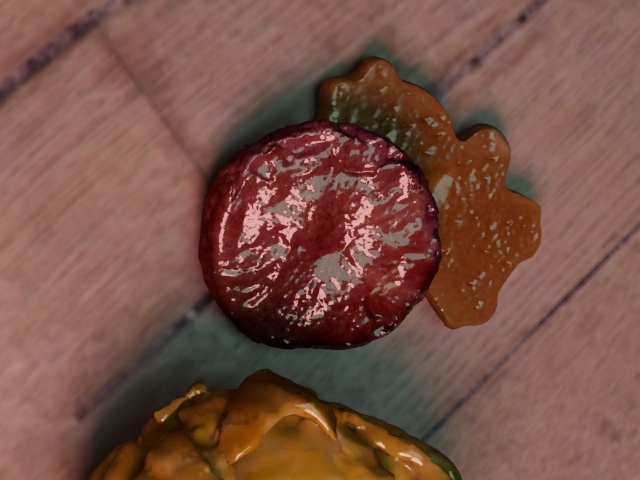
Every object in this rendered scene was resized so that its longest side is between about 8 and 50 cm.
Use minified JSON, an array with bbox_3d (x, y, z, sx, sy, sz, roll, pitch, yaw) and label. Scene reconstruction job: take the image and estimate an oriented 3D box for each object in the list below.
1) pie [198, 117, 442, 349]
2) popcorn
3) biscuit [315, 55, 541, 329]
[{"bbox_3d":[0.000,0.000,1.051,0.154,0.036,0.154,-4,107,-12],"label":"pie"},{"bbox_3d":[-0.027,0.194,0.989,0.250,0.190,0.250,-3,97,-21],"label":"popcorn"},{"bbox_3d":[0.060,-0.024,1.105,0.184,0.027,0.133,28,86,-25],"label":"biscuit"}]
